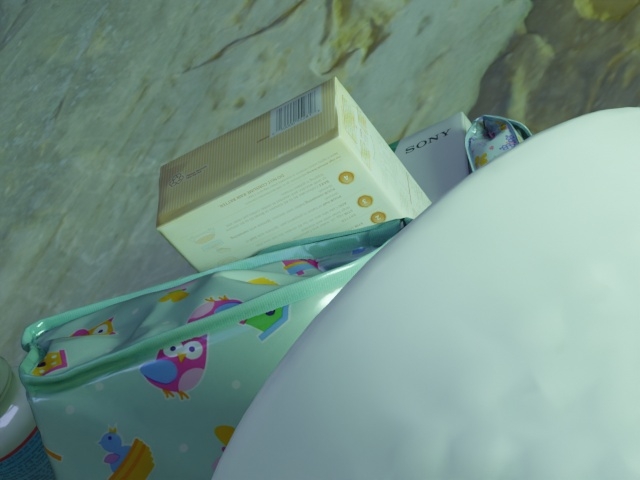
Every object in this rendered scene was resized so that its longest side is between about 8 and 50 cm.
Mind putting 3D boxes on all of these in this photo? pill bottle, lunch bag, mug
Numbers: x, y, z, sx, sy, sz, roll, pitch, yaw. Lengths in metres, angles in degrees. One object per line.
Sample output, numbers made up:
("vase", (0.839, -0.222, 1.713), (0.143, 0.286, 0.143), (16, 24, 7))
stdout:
("pill bottle", (-0.234, 0.158, 1.105), (0.087, 0.160, 0.087), (-25, 38, 21))
("lunch bag", (0.148, -0.053, 1.057), (0.053, 0.071, 0.083), (-30, 35, 12))
("lunch bag", (-0.028, 0.122, 0.842), (0.262, 0.223, 0.160), (-19, 11, -11))
("mug", (0.178, 0.172, 0.524), (0.276, 0.374, 0.328), (-47, 60, 2))

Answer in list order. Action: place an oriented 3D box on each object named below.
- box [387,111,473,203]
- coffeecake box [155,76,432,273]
("box", (0.030, 0.060, 1.056), (0.232, 0.058, 0.322), (-24, 37, 22))
("coffeecake box", (0.000, 0.000, 0.940), (0.142, 0.185, 0.068), (-25, 38, 20))
